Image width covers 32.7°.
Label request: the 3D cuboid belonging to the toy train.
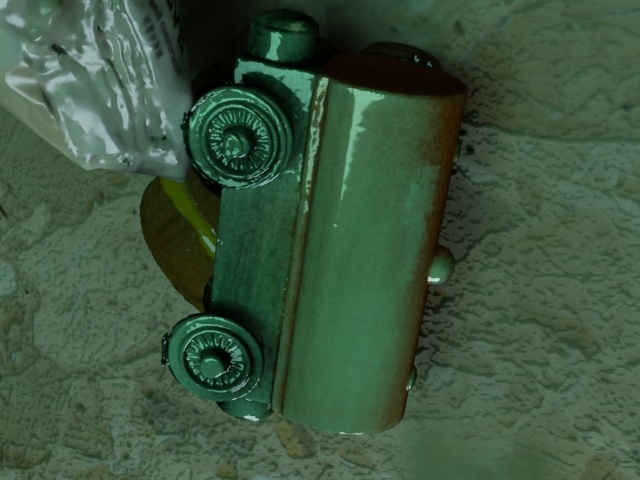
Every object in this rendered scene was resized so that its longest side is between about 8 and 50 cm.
[{"bbox_3d":[0.000,0.000,0.708,0.177,0.116,0.285,12,113,7],"label":"toy train"}]

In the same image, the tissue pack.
[{"bbox_3d":[-0.231,-0.233,0.641,0.390,0.195,0.375,43,162,22],"label":"tissue pack"}]

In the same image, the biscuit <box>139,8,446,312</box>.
[{"bbox_3d":[-0.025,-0.040,0.786,0.290,0.041,0.208,-38,90,35],"label":"biscuit"}]
